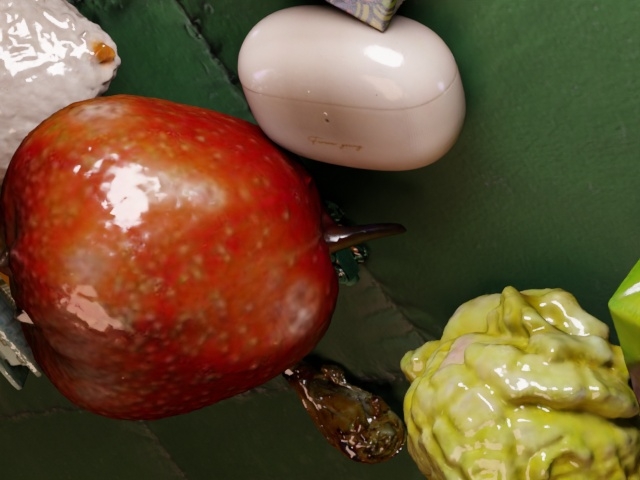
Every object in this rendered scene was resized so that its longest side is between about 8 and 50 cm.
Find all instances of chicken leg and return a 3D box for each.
[{"bbox_3d":[0.013,0.163,1.862,0.178,0.070,0.093,41,139,8],"label":"chicken leg"}]

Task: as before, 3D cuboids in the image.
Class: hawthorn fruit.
[{"bbox_3d":[-0.105,0.009,1.563,0.369,0.284,0.284,-3,141,-7],"label":"hawthorn fruit"}]

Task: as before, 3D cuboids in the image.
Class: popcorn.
[{"bbox_3d":[0.187,0.151,1.596,0.259,0.259,0.212,35,119,-1],"label":"popcorn"}]

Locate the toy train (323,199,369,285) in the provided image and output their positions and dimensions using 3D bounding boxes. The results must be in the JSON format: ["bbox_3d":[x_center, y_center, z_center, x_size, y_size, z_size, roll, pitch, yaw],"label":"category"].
[{"bbox_3d":[0.000,0.000,1.702,0.064,0.044,0.103,9,138,46],"label":"toy train"}]

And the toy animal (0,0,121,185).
[{"bbox_3d":[-0.348,-0.154,1.658,0.358,0.188,0.226,-14,102,23],"label":"toy animal"}]

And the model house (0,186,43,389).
[{"bbox_3d":[-0.284,0.009,1.796,0.215,0.198,0.224,-15,122,39],"label":"model house"}]

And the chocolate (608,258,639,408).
[{"bbox_3d":[0.384,0.150,1.414,0.289,0.137,0.300,28,149,50],"label":"chocolate"}]

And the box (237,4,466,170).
[{"bbox_3d":[0.026,-0.127,1.495,0.200,0.088,0.146,9,139,29],"label":"box"}]

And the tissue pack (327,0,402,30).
[{"bbox_3d":[0.011,-0.245,1.397,0.148,0.060,0.108,29,144,5],"label":"tissue pack"}]
